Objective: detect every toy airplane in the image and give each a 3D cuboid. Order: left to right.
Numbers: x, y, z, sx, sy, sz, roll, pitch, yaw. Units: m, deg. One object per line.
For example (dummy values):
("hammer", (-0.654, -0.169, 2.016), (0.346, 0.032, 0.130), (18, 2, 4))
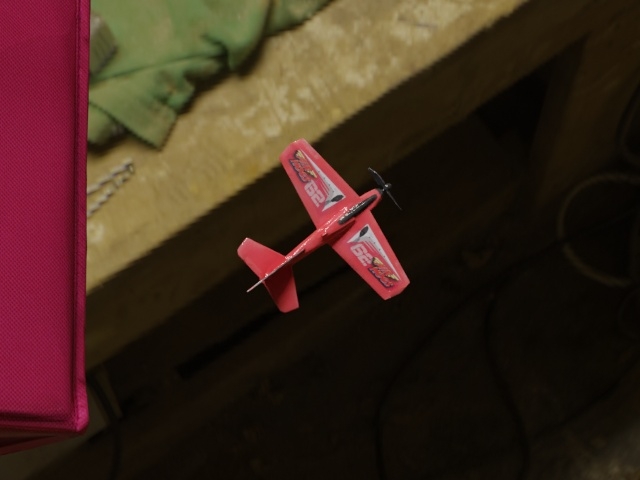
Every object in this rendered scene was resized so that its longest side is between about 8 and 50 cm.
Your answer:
("toy airplane", (0.000, 0.000, 1.141), (0.151, 0.028, 0.151), (2, 82, -13))

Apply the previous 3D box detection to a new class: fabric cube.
("fabric cube", (-0.292, -0.010, 0.753), (0.258, 0.259, 0.254), (10, 71, -35))
